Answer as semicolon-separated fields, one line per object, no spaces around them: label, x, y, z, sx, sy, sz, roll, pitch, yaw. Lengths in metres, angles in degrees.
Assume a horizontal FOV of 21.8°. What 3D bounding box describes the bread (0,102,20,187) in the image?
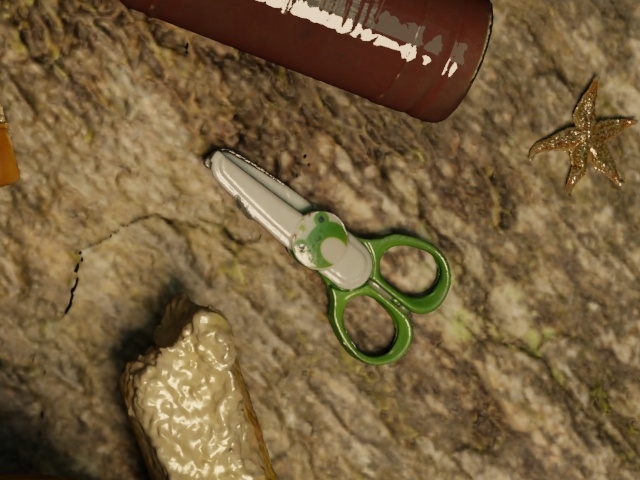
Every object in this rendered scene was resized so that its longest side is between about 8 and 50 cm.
bread;-0.241;-0.068;1.104;0.070;0.076;0.083;-15;95;-12

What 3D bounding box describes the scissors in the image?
scissors;0.000;0.000;1.202;0.204;0.027;0.101;40;80;-16

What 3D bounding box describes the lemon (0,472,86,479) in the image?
lemon;-0.180;0.309;1.004;0.348;0.348;0.348;-1;93;-16

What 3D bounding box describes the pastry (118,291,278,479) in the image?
pastry;-0.068;0.164;1.141;0.089;0.121;0.258;-24;98;-19

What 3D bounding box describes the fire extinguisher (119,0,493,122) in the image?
fire extinguisher;-0.053;-0.197;1.149;0.344;0.102;0.138;20;54;-15

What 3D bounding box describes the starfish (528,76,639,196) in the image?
starfish;0.200;-0.079;1.264;0.092;0.016;0.086;-11;93;-13
